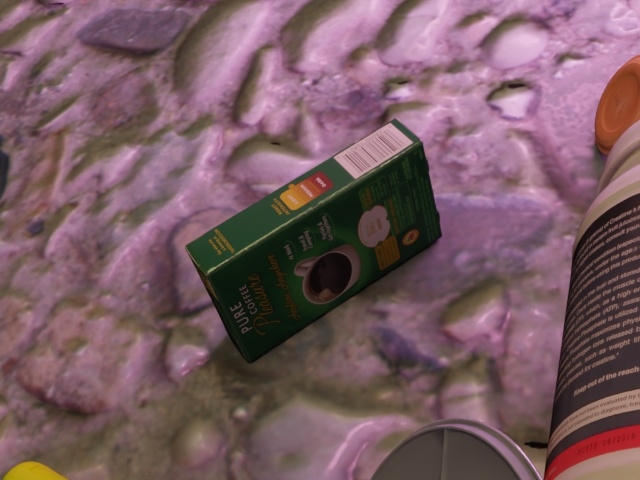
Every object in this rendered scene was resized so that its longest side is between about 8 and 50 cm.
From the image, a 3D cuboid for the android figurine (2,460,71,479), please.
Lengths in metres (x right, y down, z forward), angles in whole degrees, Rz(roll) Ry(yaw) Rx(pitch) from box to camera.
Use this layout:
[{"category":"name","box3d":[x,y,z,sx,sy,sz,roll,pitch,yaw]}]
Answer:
[{"category":"android figurine","box3d":[-0.236,0.251,0.636,0.273,0.056,0.248,19,59,26]}]

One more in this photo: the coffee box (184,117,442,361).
[{"category":"coffee box","box3d":[0.000,0.000,0.746,0.184,0.113,0.040,-33,50,-11]}]

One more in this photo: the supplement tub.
[{"category":"supplement tub","box3d":[0.231,0.068,0.565,0.191,0.191,0.272,4,52,19]}]

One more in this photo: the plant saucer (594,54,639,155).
[{"category":"plant saucer","box3d":[0.238,-0.105,0.790,0.013,0.083,0.083,18,49,-15]}]

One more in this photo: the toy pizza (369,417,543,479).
[{"category":"toy pizza","box3d":[0.070,0.196,0.537,0.032,0.201,0.201,14,41,-27]}]
